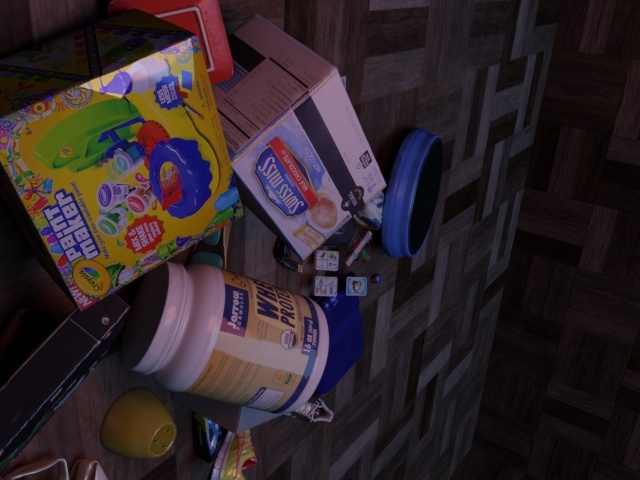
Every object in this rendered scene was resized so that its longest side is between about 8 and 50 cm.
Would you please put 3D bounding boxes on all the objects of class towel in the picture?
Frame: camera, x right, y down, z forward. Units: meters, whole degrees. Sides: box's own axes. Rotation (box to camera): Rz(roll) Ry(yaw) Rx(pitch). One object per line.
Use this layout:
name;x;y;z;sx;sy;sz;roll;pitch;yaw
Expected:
towel;0.028;0.257;1.794;0.228;0.076;0.308;-41;137;-37

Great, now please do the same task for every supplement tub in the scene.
supplement tub;-0.168;0.172;1.157;0.316;0.228;0.228;21;88;-29

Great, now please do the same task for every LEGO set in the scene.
LEGO set;0.067;0.057;1.717;0.244;0.060;0.182;4;86;-41

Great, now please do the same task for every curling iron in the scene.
curling iron;-0.485;0.215;0.949;0.274;0.035;0.068;-64;150;-13

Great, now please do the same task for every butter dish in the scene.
butter dish;-0.230;-0.322;0.997;0.160;0.118;0.159;-15;130;-6

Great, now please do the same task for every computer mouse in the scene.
computer mouse;0.000;0.000;1.568;0.262;0.060;0.184;20;90;-50

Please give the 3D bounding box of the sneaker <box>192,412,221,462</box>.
sneaker;-0.249;0.437;1.450;0.059;0.053;0.144;-32;133;-51

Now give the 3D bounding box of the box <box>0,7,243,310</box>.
box;-0.291;-0.115;0.883;0.279;0.177;0.289;-34;135;-25

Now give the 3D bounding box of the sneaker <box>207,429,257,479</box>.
sneaker;-0.186;0.484;1.492;0.208;0.094;0.081;-69;-179;-50

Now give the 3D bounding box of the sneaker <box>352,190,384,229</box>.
sneaker;0.091;-0.133;1.658;0.296;0.112;0.130;47;55;-65

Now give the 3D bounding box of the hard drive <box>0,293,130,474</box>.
hard drive;-0.416;0.231;0.921;0.339;0.064;0.237;-54;-175;-28

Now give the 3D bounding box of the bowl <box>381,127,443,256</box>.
bowl;0.280;-0.134;1.905;0.391;0.077;0.390;14;90;-70

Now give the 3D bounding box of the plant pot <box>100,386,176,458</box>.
plant pot;-0.332;0.360;1.225;0.134;0.095;0.134;-34;134;-46

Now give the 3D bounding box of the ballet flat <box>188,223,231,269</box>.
ballet flat;-0.206;0.014;1.261;0.073;0.080;0.232;-24;129;-71

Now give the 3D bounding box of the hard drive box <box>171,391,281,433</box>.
hard drive box;-0.168;0.312;1.385;0.232;0.181;0.089;-3;108;-59

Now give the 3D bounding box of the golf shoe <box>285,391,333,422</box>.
golf shoe;-0.059;0.418;1.691;0.273;0.120;0.105;35;77;-58

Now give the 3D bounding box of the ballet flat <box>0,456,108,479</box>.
ballet flat;-0.442;0.435;1.099;0.342;0.116;0.124;33;59;-56

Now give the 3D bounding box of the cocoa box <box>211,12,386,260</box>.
cocoa box;-0.072;-0.171;1.157;0.228;0.231;0.347;-43;147;-6

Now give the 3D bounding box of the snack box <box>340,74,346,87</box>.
snack box;0.035;-0.298;1.533;0.064;0.022;0.178;-36;135;-44
